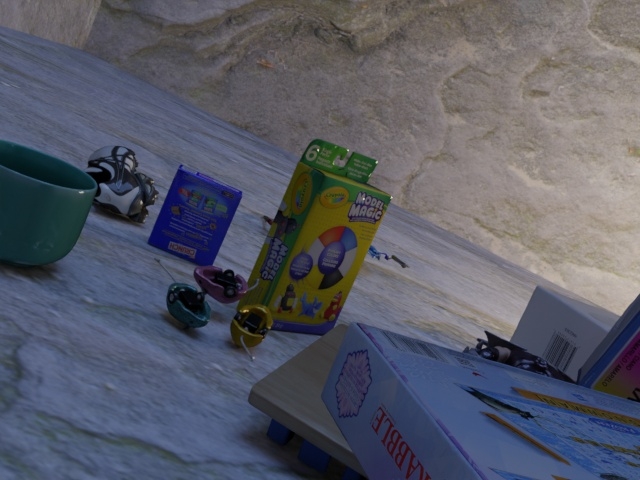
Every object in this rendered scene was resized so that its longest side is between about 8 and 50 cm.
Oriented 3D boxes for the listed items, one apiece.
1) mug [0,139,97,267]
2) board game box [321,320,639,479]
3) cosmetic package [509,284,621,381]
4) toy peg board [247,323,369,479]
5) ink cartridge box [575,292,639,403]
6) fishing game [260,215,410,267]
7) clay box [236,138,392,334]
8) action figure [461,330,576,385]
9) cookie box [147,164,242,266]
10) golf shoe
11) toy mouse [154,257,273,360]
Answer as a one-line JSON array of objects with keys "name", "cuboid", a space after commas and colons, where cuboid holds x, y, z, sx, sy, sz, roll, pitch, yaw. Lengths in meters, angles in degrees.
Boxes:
[{"name": "mug", "cuboid": [-0.301, -0.036, 0.850, 0.129, 0.097, 0.158, 20, 10, -19]}, {"name": "board game box", "cuboid": [0.192, 0.173, 0.492, 0.318, 0.066, 0.318, 18, 12, -21]}, {"name": "cosmetic package", "cuboid": [0.433, 0.194, 1.252, 0.224, 0.138, 0.224, 18, 12, -25]}, {"name": "toy peg board", "cuboid": [0.038, 0.165, 0.728, 0.161, 0.079, 0.160, 27, 26, 20]}, {"name": "ink cartridge box", "cuboid": [0.449, 0.208, 0.813, 0.395, 0.151, 0.270, 38, 8, 17]}, {"name": "fishing game", "cuboid": [0.020, 0.008, 1.532, 0.264, 0.041, 0.189, 17, 4, -10]}, {"name": "clay box", "cuboid": [0.000, 0.000, 1.004, 0.127, 0.222, 0.053, 12, 16, -47]}, {"name": "action figure", "cuboid": [0.244, 0.185, 1.010, 0.185, 0.099, 0.285, 19, 5, 13]}, {"name": "cookie box", "cuboid": [-0.163, -0.031, 1.109, 0.091, 0.107, 0.040, 24, 9, -7]}, {"name": "golf shoe", "cuboid": [-0.304, -0.095, 1.200, 0.093, 0.077, 0.198, 16, 12, -38]}, {"name": "toy mouse", "cuboid": [-0.118, 0.064, 0.899, 0.143, 0.031, 0.161, 28, 25, 0]}]
